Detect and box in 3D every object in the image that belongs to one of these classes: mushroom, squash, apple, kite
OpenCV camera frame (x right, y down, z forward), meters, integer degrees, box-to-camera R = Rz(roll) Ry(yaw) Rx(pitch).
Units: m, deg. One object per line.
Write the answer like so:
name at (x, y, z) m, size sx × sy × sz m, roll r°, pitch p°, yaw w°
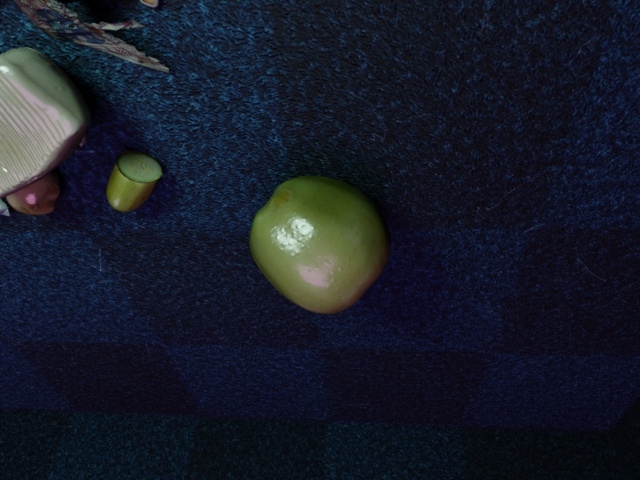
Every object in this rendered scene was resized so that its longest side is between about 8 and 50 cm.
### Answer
mushroom at (-0.792, -0.140, 1.305) m, size 0.147 × 0.148 × 0.112 m, roll 4°, pitch 175°, yaw 2°
squash at (-0.516, -0.144, 1.272) m, size 0.123 × 0.123 × 0.186 m, roll 29°, pitch 130°, yaw -22°
apple at (0.000, 0.000, 1.212) m, size 0.357 × 0.357 × 0.357 m, roll 3°, pitch 136°, yaw 3°
kite at (-0.468, -0.421, 0.934) m, size 0.368 × 0.014 × 0.406 m, roll 14°, pitch 178°, yaw 33°

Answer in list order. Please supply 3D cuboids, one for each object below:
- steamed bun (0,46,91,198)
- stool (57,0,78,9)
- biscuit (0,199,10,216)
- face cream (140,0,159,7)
steamed bun at (-0.685, -0.274, 1.080) m, size 0.383 × 0.236 × 0.247 m, roll -30°, pitch 117°, yaw 23°
stool at (-0.480, -0.542, 0.870) m, size 0.121 × 0.125 × 0.217 m, roll -21°, pitch 110°, yaw -9°
biscuit at (-1.028, -0.147, 1.293) m, size 0.185 × 0.079 × 0.309 m, roll 7°, pitch 162°, yaw 3°
face cream at (-0.340, -0.513, 0.945) m, size 0.040 × 0.021 × 0.083 m, roll 16°, pitch 134°, yaw -12°
